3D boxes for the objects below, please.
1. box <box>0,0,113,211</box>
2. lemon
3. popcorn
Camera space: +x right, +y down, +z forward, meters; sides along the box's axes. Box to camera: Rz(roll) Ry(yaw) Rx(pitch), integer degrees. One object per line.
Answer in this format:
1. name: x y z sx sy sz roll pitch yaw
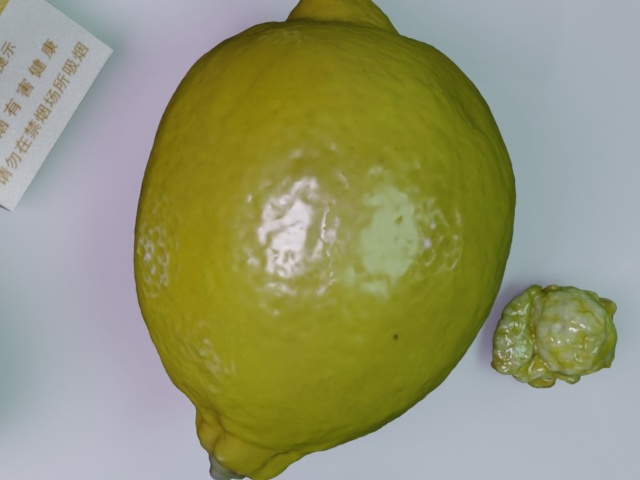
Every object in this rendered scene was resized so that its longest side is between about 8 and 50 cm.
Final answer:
1. box: -0.177 -0.092 0.826 0.167 0.024 0.090 36 81 -35
2. lemon: 0.000 0.000 0.918 0.184 0.184 0.248 11 92 -43
3. popcorn: 0.140 0.055 1.140 0.083 0.068 0.059 -9 73 -14
